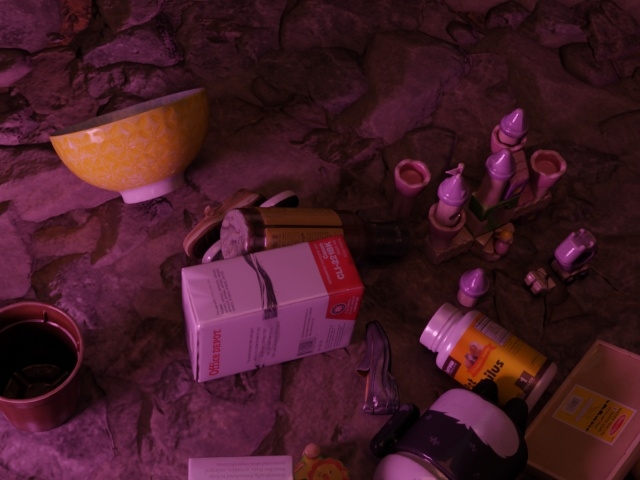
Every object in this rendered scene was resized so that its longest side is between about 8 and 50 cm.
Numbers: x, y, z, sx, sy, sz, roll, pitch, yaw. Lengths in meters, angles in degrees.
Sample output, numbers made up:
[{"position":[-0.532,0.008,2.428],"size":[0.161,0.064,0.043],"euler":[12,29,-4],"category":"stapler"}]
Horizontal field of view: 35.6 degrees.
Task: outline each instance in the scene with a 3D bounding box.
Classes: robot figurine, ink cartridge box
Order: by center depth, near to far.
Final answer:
[{"position":[0.204,0.341,1.524],"size":[0.278,0.209,0.173],"euler":[-41,106,-29],"category":"robot figurine"},{"position":[-0.084,0.112,1.619],"size":[0.273,0.197,0.114],"euler":[-13,58,-16],"category":"ink cartridge box"}]

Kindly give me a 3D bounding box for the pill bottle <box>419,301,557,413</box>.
[{"position":[0.276,0.196,1.658],"size":[0.215,0.117,0.117],"euler":[35,59,16],"category":"pill bottle"}]

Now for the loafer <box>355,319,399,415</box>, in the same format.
[{"position":[0.088,0.210,1.660],"size":[0.061,0.062,0.170],"euler":[-6,56,-6],"category":"loafer"}]

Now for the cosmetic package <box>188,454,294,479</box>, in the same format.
[{"position":[-0.114,0.410,1.424],"size":[0.151,0.183,0.151],"euler":[0,57,-8],"category":"cosmetic package"}]

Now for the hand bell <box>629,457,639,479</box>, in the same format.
[{"position":[0.497,0.323,1.631],"size":[0.126,0.126,0.242],"euler":[-24,50,-21],"category":"hand bell"}]

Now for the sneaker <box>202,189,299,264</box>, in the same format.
[{"position":[-0.092,0.014,1.764],"size":[0.217,0.079,0.121],"euler":[-41,75,-22],"category":"sneaker"}]

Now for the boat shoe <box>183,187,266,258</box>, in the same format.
[{"position":[-0.184,-0.034,1.792],"size":[0.072,0.068,0.190],"euler":[31,47,28],"category":"boat shoe"}]

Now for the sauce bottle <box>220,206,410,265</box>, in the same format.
[{"position":[0.000,0.000,1.712],"size":[0.344,0.111,0.111],"euler":[2,53,-32],"category":"sauce bottle"}]

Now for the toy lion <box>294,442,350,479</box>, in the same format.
[{"position":[-0.008,0.374,1.557],"size":[0.100,0.034,0.096],"euler":[-37,75,-26],"category":"toy lion"}]

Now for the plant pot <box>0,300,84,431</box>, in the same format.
[{"position":[-0.441,0.205,1.530],"size":[0.167,0.165,0.167],"euler":[4,57,-5],"category":"plant pot"}]

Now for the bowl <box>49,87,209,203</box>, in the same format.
[{"position":[-0.319,-0.157,1.774],"size":[0.289,0.289,0.156],"euler":[-21,105,-20],"category":"bowl"}]

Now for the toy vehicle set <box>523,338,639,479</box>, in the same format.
[{"position":[0.447,0.289,1.604],"size":[0.166,0.035,0.267],"euler":[24,60,42],"category":"toy vehicle set"}]

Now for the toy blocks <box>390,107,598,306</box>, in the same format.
[{"position":[0.323,-0.075,1.760],"size":[0.289,0.260,0.309],"euler":[-22,62,-21],"category":"toy blocks"}]
